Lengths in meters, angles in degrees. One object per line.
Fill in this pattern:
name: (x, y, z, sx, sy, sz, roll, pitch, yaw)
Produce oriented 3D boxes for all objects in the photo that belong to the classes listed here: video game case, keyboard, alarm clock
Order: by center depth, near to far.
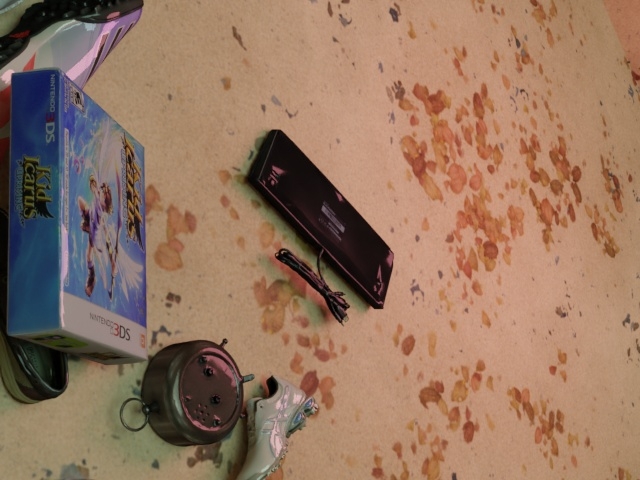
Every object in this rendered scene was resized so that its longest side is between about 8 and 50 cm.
video game case: (-0.254, -0.014, 1.054, 0.244, 0.061, 0.270, 57, 29, -74)
alarm clock: (-0.166, 0.193, 1.197, 0.192, 0.064, 0.129, -14, 90, -46)
keyboard: (0.000, 0.000, 1.458, 0.317, 0.033, 0.202, 45, 43, -30)

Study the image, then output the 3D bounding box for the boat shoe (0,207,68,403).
boat shoe: (-0.318, 0.065, 1.046, 0.080, 0.073, 0.224, -19, 96, -51)

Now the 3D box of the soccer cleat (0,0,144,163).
soccer cleat: (-0.310, -0.200, 1.125, 0.318, 0.108, 0.116, -51, 141, -47)

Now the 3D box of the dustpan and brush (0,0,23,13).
dustpan and brush: (-0.350, -0.347, 1.133, 0.211, 0.060, 0.147, -33, 105, -47)

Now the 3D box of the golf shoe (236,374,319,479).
golf shoe: (-0.078, 0.254, 1.290, 0.086, 0.069, 0.176, 43, 44, -8)

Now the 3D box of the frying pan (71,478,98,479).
frying pan: (-0.283, 0.396, 1.022, 0.197, 0.053, 0.326, 60, 40, -17)
